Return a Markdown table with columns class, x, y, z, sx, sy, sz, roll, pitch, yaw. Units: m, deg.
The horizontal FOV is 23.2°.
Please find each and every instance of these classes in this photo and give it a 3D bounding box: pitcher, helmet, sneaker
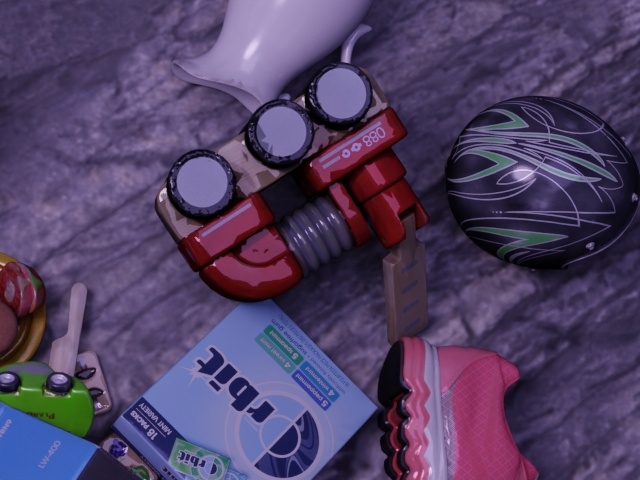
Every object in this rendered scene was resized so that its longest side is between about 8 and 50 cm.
| class | x | y | z | sx | sy | sz | roll | pitch | yaw |
| --- | --- | --- | --- | --- | --- | --- | --- | --- | --- |
| pitcher | -0.012 | -0.197 | 1.450 | 0.177 | 0.125 | 0.207 | 35 | 84 | -22 |
| helmet | 0.201 | -0.054 | 1.422 | 0.169 | 0.161 | 0.169 | 2 | 77 | -9 |
| sneaker | 0.131 | 0.238 | 1.370 | 0.136 | 0.116 | 0.314 | 1 | 77 | -11 |

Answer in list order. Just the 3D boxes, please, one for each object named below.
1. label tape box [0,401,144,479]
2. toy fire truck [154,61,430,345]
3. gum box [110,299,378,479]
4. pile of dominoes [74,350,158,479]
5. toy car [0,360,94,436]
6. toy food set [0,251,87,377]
| class | x | y | z | sx | sy | sz | roll | pitch | yaw |
| --- | --- | --- | --- | --- | --- | --- | --- | --- | --- |
| label tape box | -0.223 | 0.287 | 1.228 | 0.333 | 0.106 | 0.241 | 43 | 67 | -25 |
| toy fire truck | 0.000 | 0.000 | 1.369 | 0.217 | 0.158 | 0.246 | -33 | 91 | -10 |
| gum box | -0.064 | 0.156 | 1.367 | 0.157 | 0.041 | 0.184 | 46 | 58 | 2 |
| pile of dominoes | -0.238 | 0.236 | 1.344 | 0.251 | 0.040 | 0.196 | -37 | 86 | -16 |
| toy car | -0.300 | 0.130 | 1.295 | 0.225 | 0.053 | 0.239 | 3 | 119 | -7 |
| toy food set | -0.309 | 0.056 | 1.347 | 0.217 | 0.071 | 0.128 | 15 | 70 | -1 |
